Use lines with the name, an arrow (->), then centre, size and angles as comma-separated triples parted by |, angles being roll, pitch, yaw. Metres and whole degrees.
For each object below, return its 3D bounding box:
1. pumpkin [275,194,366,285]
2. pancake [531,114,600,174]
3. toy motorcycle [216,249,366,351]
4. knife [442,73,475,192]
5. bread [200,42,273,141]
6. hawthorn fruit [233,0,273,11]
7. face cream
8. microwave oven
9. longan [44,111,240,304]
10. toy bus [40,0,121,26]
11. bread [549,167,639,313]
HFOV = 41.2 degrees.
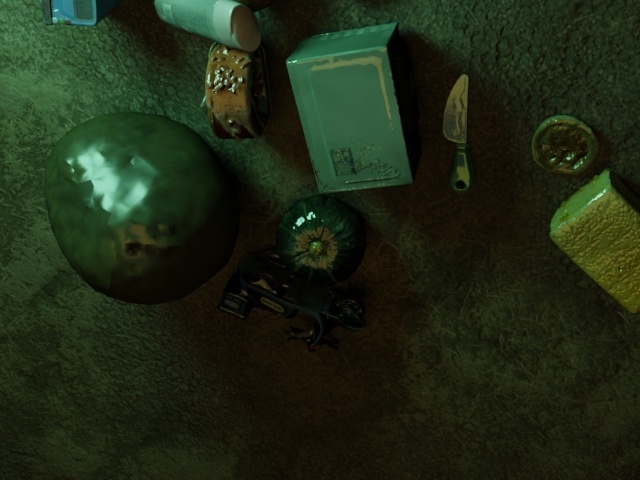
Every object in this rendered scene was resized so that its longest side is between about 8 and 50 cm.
pumpkin -> 0.002, 0.000, 1.959 | 0.211, 0.152, 0.212 | 3, 102, 14
pancake -> 0.506, -0.195, 1.772 | 0.139, 0.022, 0.139 | 8, 122, 12
toy motorcycle -> -0.062, 0.159, 2.094 | 0.358, 0.125, 0.212 | 24, 132, 3
knife -> 0.292, -0.226, 1.815 | 0.063, 0.034, 0.260 | 3, 115, 22
bread -> -0.177, -0.311, 1.787 | 0.142, 0.212, 0.224 | 2, 122, 10
hawthorn fruit -> -0.157, -0.546, 1.688 | 0.189, 0.149, 0.149 | 45, 123, 5
face cream -> -0.230, -0.450, 1.716 | 0.269, 0.073, 0.107 | 28, 158, 42
microwave oven -> 0.079, -0.272, 1.753 | 0.237, 0.181, 0.295 | -6, 118, 17
longan -> -0.382, -0.071, 1.879 | 0.436, 0.404, 0.404 | 53, 126, 22
toy bus -> -0.475, -0.521, 1.736 | 0.133, 0.234, 0.116 | 4, 122, 5
bread -> 0.634, 0.002, 1.803 | 0.274, 0.114, 0.185 | 40, 119, -11
